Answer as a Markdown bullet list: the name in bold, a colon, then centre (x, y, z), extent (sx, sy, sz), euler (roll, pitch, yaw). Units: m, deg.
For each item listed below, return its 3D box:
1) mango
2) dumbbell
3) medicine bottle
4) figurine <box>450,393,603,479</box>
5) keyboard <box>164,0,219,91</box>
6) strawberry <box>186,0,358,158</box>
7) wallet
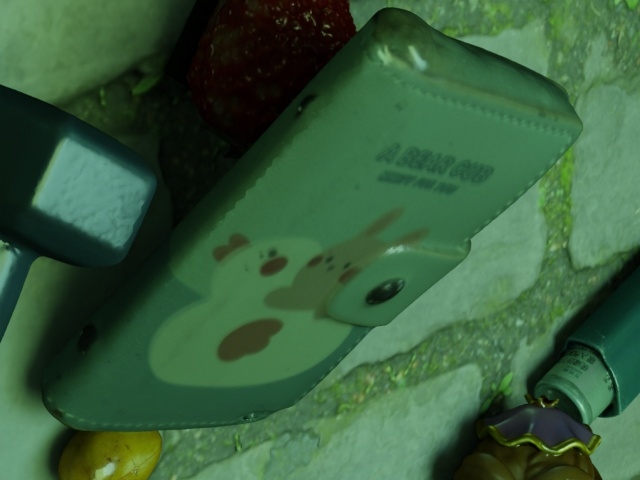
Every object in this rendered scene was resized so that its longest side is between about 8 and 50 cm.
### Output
- **mango**: centre (-0.143, 0.152, 1.103), extent (0.089, 0.046, 0.060), euler (-22, 118, -46)
- **dumbbell**: centre (-0.222, 0.069, 0.917), extent (0.160, 0.144, 0.325), euler (32, 79, -49)
- **medicine bottle**: centre (0.311, 0.099, 1.549), extent (0.258, 0.079, 0.124), euler (-38, 129, -32)
- **figurine**: centre (0.186, 0.269, 1.435), extent (0.189, 0.142, 0.263), euler (-49, 143, -70)
- **keyboard**: centre (-0.046, -0.195, 1.107), extent (0.061, 0.013, 0.204), euler (32, 80, -49)
- **strawberry**: centre (-0.033, -0.124, 1.057), extent (0.131, 0.131, 0.148), euler (-23, 93, -40)
- **wallet**: centre (0.000, 0.000, 1.059), extent (0.360, 0.083, 0.252), euler (-44, 151, 26)
